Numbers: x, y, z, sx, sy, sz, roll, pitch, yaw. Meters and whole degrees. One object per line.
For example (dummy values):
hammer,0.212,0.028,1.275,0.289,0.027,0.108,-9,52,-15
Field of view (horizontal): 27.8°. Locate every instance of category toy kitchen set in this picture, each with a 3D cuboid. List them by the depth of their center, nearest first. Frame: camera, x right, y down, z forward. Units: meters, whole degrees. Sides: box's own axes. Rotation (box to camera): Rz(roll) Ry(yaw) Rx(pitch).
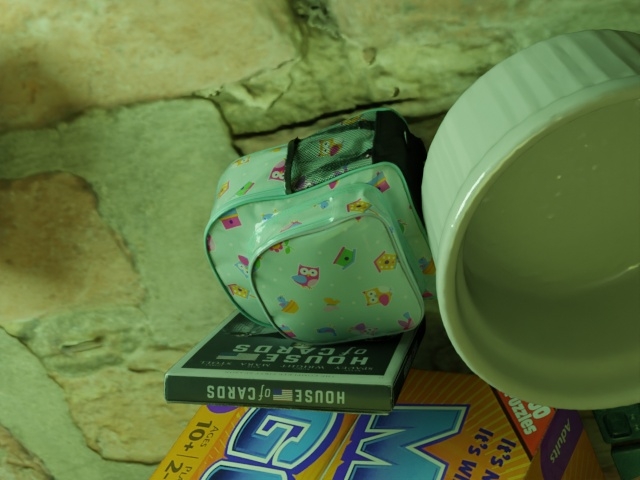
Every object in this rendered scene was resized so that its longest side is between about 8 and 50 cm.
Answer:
toy kitchen set,0.200,0.153,1.158,0.166,0.122,0.207,-14,125,21

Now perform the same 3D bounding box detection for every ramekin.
ramekin,0.207,-0.021,0.964,0.277,0.135,0.277,-6,124,-8

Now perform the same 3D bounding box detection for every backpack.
backpack,0.000,0.000,1.062,0.188,0.144,0.166,-9,132,22

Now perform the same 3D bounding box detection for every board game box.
board game box,0.046,0.357,1.141,0.356,0.356,0.356,1,132,37

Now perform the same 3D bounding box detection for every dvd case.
dvd case,-0.012,0.095,1.089,0.179,0.238,0.029,1,99,10
